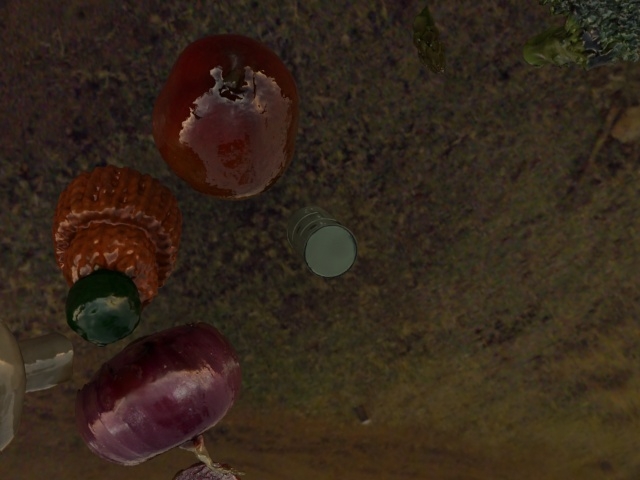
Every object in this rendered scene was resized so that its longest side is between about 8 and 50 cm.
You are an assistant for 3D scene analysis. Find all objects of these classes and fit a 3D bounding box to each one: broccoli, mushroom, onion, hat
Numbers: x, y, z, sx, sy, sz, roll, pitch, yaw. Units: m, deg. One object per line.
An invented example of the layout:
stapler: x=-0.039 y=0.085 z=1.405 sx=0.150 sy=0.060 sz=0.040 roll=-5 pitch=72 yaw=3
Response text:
broccoli: x=0.459 y=-0.371 z=1.335 sx=0.145 sy=0.165 sz=0.304 roll=-24 pitch=-174 yaw=-11
mushroom: x=-0.612 y=0.242 z=1.344 sx=0.292 sy=0.292 sz=0.290 roll=-41 pitch=166 yaw=30
onion: x=-0.331 y=0.342 z=1.543 sx=0.358 sy=0.345 sz=0.358 roll=-15 pitch=153 yaw=-8
hat: x=-0.380 y=0.055 z=1.434 sx=0.285 sy=0.400 sz=0.285 roll=-12 pitch=135 yaw=-13

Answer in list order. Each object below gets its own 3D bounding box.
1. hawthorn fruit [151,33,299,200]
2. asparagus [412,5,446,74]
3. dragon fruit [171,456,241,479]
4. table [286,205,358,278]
hawthorn fruit: x=-0.166 y=-0.233 z=1.333 sx=0.295 sy=0.295 sz=0.311 roll=-11 pitch=138 yaw=-19
asparagus: x=0.280 y=-0.520 z=1.920 sx=0.080 sy=0.287 sz=0.080 roll=-7 pitch=139 yaw=-6
dragon fruit: x=-0.318 y=0.681 z=1.939 sx=0.282 sy=0.211 sz=0.147 roll=-2 pitch=162 yaw=-10
table: x=0.000 y=0.000 z=1.712 sx=0.126 sy=0.220 sz=0.126 roll=-3 pitch=104 yaw=-12
